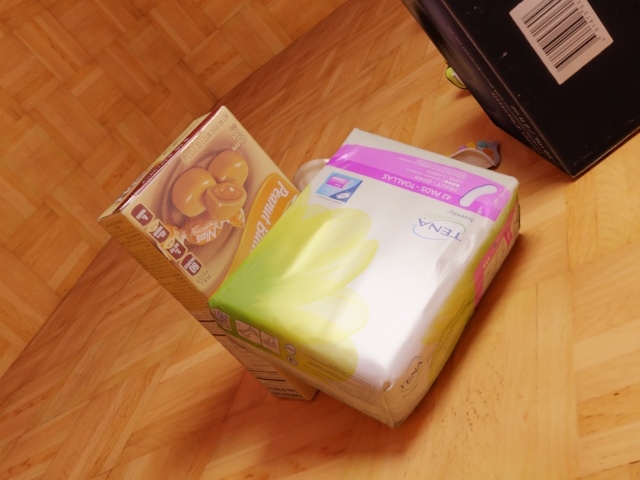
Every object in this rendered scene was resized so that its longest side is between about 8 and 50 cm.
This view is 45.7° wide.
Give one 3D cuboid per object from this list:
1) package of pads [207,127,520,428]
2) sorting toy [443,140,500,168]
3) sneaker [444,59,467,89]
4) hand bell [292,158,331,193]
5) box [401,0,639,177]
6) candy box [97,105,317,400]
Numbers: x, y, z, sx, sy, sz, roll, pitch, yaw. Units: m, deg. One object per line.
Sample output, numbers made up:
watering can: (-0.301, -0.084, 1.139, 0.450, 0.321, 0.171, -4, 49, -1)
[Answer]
package of pads: (0.062, 0.027, 0.812, 0.229, 0.101, 0.296, 23, 60, 28)
sorting toy: (0.217, -0.120, 1.074, 0.083, 0.045, 0.075, -23, 7, 42)
sneaker: (0.327, -0.384, 1.265, 0.121, 0.111, 0.300, 38, 105, 57)
hand bell: (0.000, 0.000, 1.161, 0.126, 0.126, 0.242, -27, 36, 35)
box: (0.247, -0.269, 0.939, 0.183, 0.296, 0.294, -39, 19, 10)
candy box: (-0.083, 0.021, 0.909, 0.087, 0.316, 0.183, -11, 36, 56)
